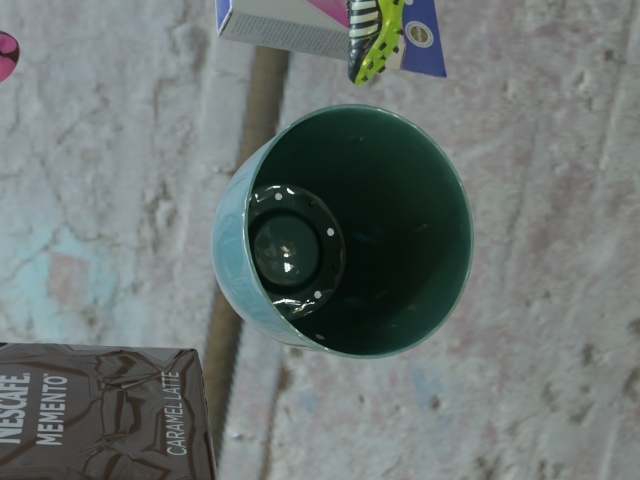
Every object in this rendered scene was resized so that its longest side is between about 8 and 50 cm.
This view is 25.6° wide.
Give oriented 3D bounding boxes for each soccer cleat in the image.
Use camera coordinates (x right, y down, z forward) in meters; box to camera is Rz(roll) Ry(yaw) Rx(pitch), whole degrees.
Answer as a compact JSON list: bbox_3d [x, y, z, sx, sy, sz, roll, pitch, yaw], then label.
[{"bbox_3d":[0.055,-0.249,1.549,0.072,0.060,0.179,42,141,21],"label":"soccer cleat"}]

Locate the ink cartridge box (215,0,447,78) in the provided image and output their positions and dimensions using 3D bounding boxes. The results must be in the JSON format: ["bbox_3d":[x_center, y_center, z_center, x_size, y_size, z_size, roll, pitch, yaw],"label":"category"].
[{"bbox_3d":[0.016,-0.385,1.866,0.071,0.330,0.324,128,142,-52],"label":"ink cartridge box"}]

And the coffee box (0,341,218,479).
[{"bbox_3d":[-0.099,0.175,0.519,0.098,0.141,0.246,4,105,-10],"label":"coffee box"}]

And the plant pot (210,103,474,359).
[{"bbox_3d":[0.000,0.000,1.702,0.235,0.293,0.293,-13,87,64],"label":"plant pot"}]

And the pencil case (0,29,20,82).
[{"bbox_3d":[-0.368,-0.234,1.307,0.095,0.098,0.209,-11,131,25],"label":"pencil case"}]
